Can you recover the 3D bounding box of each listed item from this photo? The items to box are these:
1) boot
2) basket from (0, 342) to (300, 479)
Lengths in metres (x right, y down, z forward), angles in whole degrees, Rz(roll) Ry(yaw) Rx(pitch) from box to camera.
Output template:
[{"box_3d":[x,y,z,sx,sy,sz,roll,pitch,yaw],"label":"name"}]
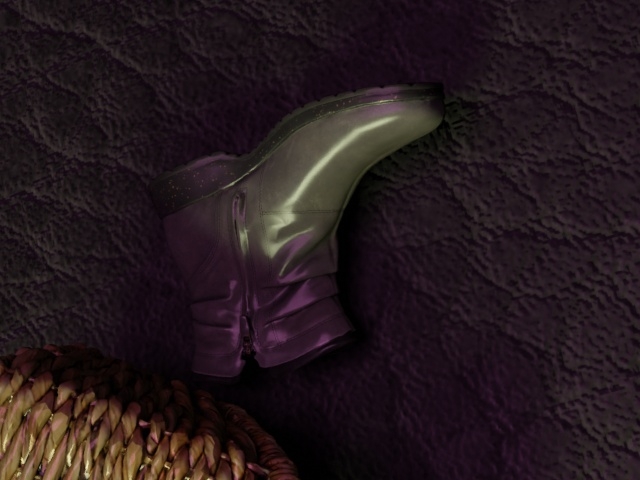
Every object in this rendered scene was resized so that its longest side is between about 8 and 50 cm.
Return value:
[{"box_3d":[0.000,0.000,1.135,0.246,0.083,0.161,-23,79,31],"label":"boot"},{"box_3d":[-0.134,0.240,1.102,0.223,0.213,0.299,19,92,13],"label":"basket"}]
